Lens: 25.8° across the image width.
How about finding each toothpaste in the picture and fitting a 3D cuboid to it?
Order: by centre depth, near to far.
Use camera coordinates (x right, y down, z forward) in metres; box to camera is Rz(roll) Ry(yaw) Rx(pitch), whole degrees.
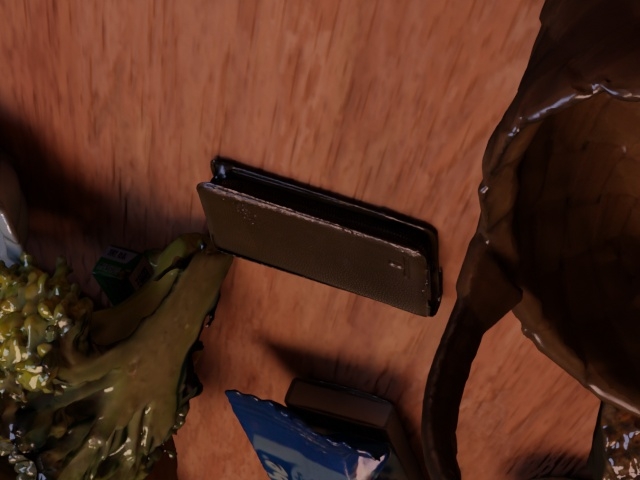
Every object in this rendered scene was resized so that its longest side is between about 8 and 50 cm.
[{"bbox_3d":[-0.168,0.073,1.381,0.043,0.037,0.178,16,150,28],"label":"toothpaste"}]

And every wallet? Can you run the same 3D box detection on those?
[{"bbox_3d":[0.000,0.000,1.111,0.198,0.031,0.110,18,150,17],"label":"wallet"}]

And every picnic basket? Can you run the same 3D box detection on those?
[{"bbox_3d":[0.200,0.053,0.716,0.293,0.337,0.337,10,147,31],"label":"picnic basket"}]

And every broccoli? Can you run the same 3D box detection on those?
[{"bbox_3d":[-0.212,0.087,1.241,0.180,0.273,0.242,26,178,34],"label":"broccoli"}]

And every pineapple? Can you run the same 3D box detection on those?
[{"bbox_3d":[0.304,0.163,1.057,0.198,0.108,0.108,9,149,10],"label":"pineapple"}]

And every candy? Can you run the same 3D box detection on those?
[{"bbox_3d":[0.032,0.256,1.399,0.187,0.077,0.331,15,151,34],"label":"candy"}]

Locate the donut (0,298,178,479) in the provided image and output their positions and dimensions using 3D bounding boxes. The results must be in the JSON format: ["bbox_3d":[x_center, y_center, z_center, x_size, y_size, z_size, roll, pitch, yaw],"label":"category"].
[{"bbox_3d":[-0.336,0.204,1.359,0.449,0.449,0.198,35,125,-13],"label":"donut"}]

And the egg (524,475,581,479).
[{"bbox_3d":[0.212,0.289,1.294,0.141,0.141,0.182,37,159,-17],"label":"egg"}]

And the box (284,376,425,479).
[{"bbox_3d":[0.039,0.207,1.422,0.115,0.036,0.177,13,149,25],"label":"box"}]

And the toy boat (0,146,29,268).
[{"bbox_3d":[-0.356,-0.050,1.274,0.199,0.100,0.290,44,148,-26],"label":"toy boat"}]
